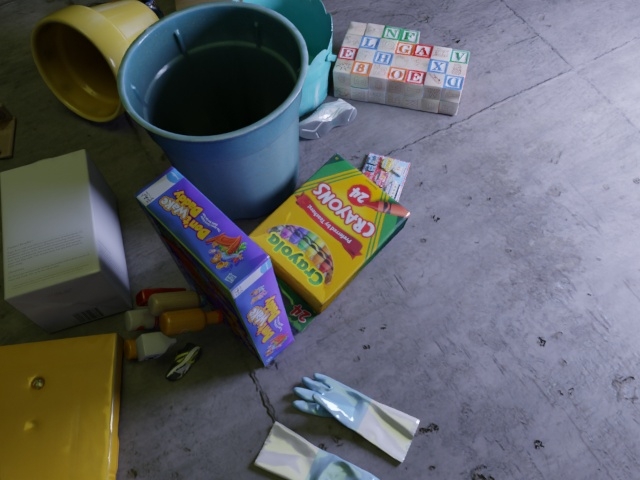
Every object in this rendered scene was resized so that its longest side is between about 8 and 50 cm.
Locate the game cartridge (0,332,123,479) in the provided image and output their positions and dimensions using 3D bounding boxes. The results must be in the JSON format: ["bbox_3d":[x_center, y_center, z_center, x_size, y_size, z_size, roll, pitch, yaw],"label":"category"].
[{"bbox_3d":[-0.504,0.338,1.073,0.285,0.052,0.323,-6,63,0],"label":"game cartridge"}]

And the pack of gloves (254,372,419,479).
[{"bbox_3d":[0.028,0.343,1.031,0.232,0.046,0.195,22,63,16],"label":"pack of gloves"}]

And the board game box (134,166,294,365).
[{"bbox_3d":[-0.167,0.060,1.031,0.078,0.347,0.233,-41,66,-17],"label":"board game box"}]

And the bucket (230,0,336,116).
[{"bbox_3d":[-0.098,-0.430,1.398,0.281,0.183,0.281,-1,61,2],"label":"bucket"}]

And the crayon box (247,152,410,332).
[{"bbox_3d":[0.000,0.000,1.189,0.202,0.081,0.318,40,70,11],"label":"crayon box"}]

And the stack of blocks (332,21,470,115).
[{"bbox_3d":[0.194,-0.409,1.420,0.297,0.087,0.171,12,62,11],"label":"stack of blocks"}]

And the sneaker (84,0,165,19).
[{"bbox_3d":[-0.521,-0.613,1.585,0.221,0.087,0.083,3,60,5],"label":"sneaker"}]

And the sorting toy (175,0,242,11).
[{"bbox_3d":[-0.244,-0.622,1.570,0.257,0.089,0.255,-11,61,-3],"label":"sorting toy"}]

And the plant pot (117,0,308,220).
[{"bbox_3d":[-0.183,-0.229,1.203,0.341,0.334,0.341,-1,60,2],"label":"plant pot"}]

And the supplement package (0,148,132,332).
[{"bbox_3d":[-0.501,0.000,1.186,0.178,0.175,0.293,-16,61,-4],"label":"supplement package"}]

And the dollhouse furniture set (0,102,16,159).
[{"bbox_3d":[-0.812,-0.269,1.374,0.144,0.151,0.123,-11,61,0],"label":"dollhouse furniture set"}]

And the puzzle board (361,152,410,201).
[{"bbox_3d":[0.134,-0.133,1.313,0.096,0.011,0.128,15,63,12],"label":"puzzle board"}]

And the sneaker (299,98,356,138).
[{"bbox_3d":[0.006,-0.282,1.387,0.152,0.053,0.061,-25,53,-17],"label":"sneaker"}]

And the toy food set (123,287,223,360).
[{"bbox_3d":[-0.275,0.146,1.087,0.105,0.232,0.111,-2,66,-37],"label":"toy food set"}]

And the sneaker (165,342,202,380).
[{"bbox_3d":[-0.262,0.228,1.129,0.035,0.031,0.083,30,62,34],"label":"sneaker"}]

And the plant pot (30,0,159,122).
[{"bbox_3d":[-0.495,-0.446,1.413,0.254,0.254,0.239,22,49,15],"label":"plant pot"}]
